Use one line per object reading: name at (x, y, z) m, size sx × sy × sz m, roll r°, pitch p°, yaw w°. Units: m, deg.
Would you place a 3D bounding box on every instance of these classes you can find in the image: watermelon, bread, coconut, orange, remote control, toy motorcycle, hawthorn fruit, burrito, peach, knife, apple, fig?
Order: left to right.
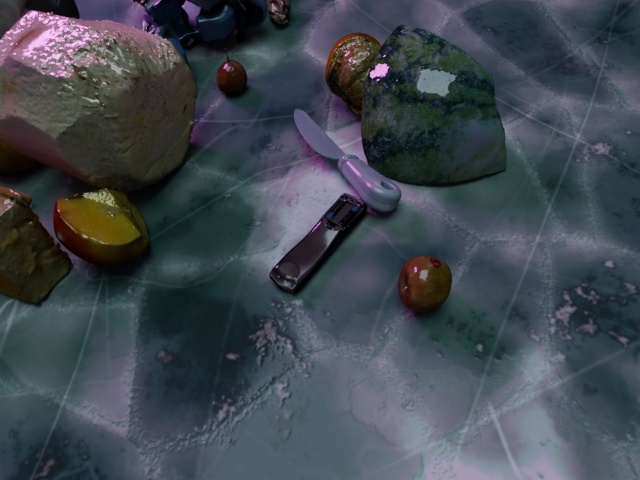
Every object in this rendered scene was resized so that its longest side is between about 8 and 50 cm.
bread at (-0.564, -0.017, 0.796) m, size 0.274 × 0.185 × 0.114 m, roll 14°, pitch 52°, yaw 15°
fig at (-0.611, -0.249, 0.922) m, size 0.159 × 0.257 × 0.159 m, roll 1°, pitch 41°, yaw -1°
coconut at (-0.411, -0.257, 0.887) m, size 0.309 × 0.298 × 0.298 m, roll 21°, pitch 60°, yaw 15°
peach at (-0.356, -0.016, 0.806) m, size 0.118 × 0.151 × 0.151 m, roll -36°, pitch 57°, yaw 7°
toy motorcycle at (-0.277, -0.487, 1.108) m, size 0.232 × 0.172 × 0.416 m, roll 29°, pitch 71°, yaw 8°
hawthorn fruit at (-0.192, -0.360, 1.045) m, size 0.066 × 0.103 × 0.067 m, roll -3°, pitch 46°, yaw 3°
burrito at (-0.107, -0.619, 1.243) m, size 0.058 × 0.063 × 0.230 m, roll 12°, pitch 51°, yaw -20°
remote control at (0.000, 0.000, 0.819) m, size 0.059 × 0.028 × 0.212 m, roll 31°, pitch 63°, yaw 20°
knife at (0.024, -0.161, 0.912) m, size 0.080 × 0.044 × 0.331 m, roll -10°, pitch 45°, yaw -39°
orange at (0.080, -0.322, 0.969) m, size 0.134 × 0.156 × 0.157 m, roll -43°, pitch 52°, yaw 25°
apple at (0.155, 0.063, 0.729) m, size 0.071 × 0.084 × 0.084 m, roll 5°, pitch 54°, yaw -12°
watermelon at (0.202, -0.219, 0.884) m, size 0.260 × 0.256 × 0.176 m, roll 34°, pitch 20°, yaw 33°

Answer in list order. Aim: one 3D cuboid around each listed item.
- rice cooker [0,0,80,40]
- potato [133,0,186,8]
rice cooker at (-0.663, -0.435, 1.040) m, size 0.288 × 0.288 × 0.277 m, roll -8°, pitch 53°, yaw 0°
potato at (-0.345, -0.684, 1.251) m, size 0.300 × 0.173 × 0.140 m, roll -28°, pitch 96°, yaw -9°
